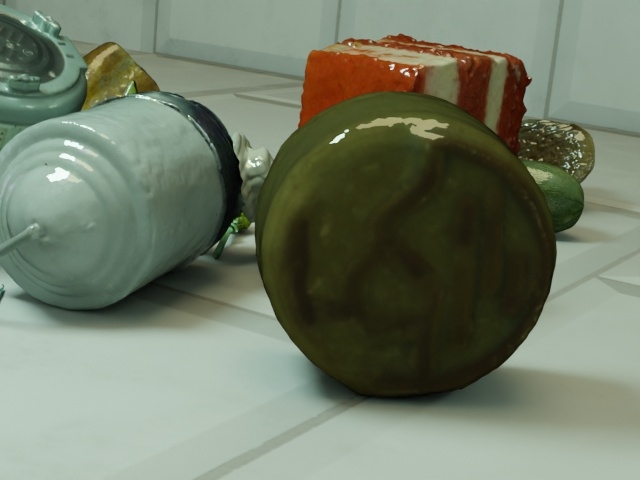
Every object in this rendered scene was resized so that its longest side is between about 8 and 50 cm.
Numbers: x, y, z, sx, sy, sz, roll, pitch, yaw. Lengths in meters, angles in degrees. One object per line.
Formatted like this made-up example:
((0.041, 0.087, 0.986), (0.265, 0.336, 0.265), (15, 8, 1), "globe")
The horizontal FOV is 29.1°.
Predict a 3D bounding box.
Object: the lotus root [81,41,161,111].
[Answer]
((-0.407, -0.232, 2.260), (0.188, 0.199, 0.180), (-32, 16, 49), "lotus root")

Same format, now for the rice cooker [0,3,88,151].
((-0.435, -0.134, 1.524), (0.316, 0.317, 0.264), (-6, 44, -40), "rice cooker")

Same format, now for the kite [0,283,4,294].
((-0.451, 0.074, 1.244), (0.314, 0.011, 0.335), (15, 16, 37), "kite")

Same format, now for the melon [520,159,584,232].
((0.321, -0.066, 1.902), (0.167, 0.114, 0.114), (11, 14, 9), "melon")

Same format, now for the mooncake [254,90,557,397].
((0.079, 0.005, 1.178), (0.284, 0.284, 0.155), (4, 13, -7), "mooncake")

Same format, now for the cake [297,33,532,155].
((0.136, -0.184, 1.973), (0.270, 0.269, 0.319), (16, 16, 35), "cake")

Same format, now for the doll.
((-0.180, -0.063, 1.595), (0.293, 0.138, 0.119), (-10, 26, 12), "doll")

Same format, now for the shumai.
((0.396, -0.130, 2.180), (0.209, 0.161, 0.153), (-12, -18, 27), "shumai")

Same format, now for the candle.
((-0.236, -0.044, 1.382), (0.221, 0.221, 0.342), (10, 17, 16), "candle")

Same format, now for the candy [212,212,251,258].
((-0.126, -0.015, 1.678), (0.062, 0.058, 0.194), (36, 21, -10), "candy")

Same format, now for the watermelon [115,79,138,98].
((-0.300, -0.110, 1.699), (0.063, 0.245, 0.119), (7, 50, -24), "watermelon")
